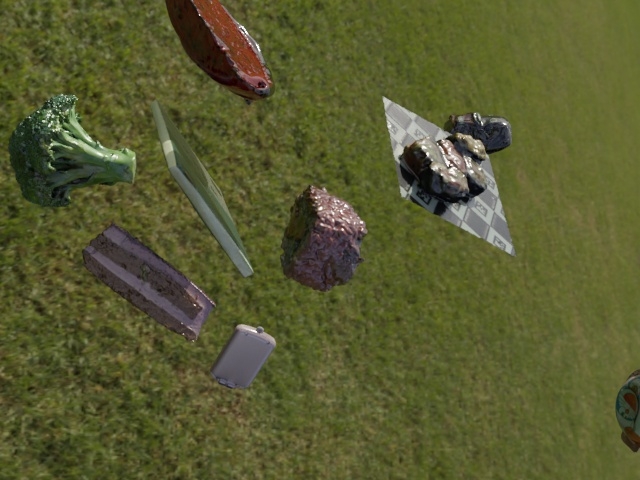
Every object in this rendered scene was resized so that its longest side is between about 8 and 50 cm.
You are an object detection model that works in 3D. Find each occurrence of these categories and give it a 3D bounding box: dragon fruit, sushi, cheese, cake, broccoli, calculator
[{"bbox_3d":[-0.200,-0.391,1.345,0.343,0.100,0.282,57,20,13],"label":"dragon fruit"},{"bbox_3d":[0.259,-0.139,1.241,0.292,0.059,0.293,24,41,-27],"label":"sushi"},{"bbox_3d":[0.755,0.351,1.541,0.189,0.074,0.285,-110,-149,-72],"label":"cheese"},{"bbox_3d":[-0.359,0.088,1.408,0.295,0.113,0.116,40,81,-9],"label":"cake"},{"bbox_3d":[0.000,0.000,1.679,0.171,0.236,0.270,17,24,-18],"label":"sushi"},{"bbox_3d":[-0.535,-0.186,1.450,0.269,0.269,0.253,4,98,-57],"label":"broccoli"},{"bbox_3d":[-0.172,0.258,1.477,0.100,0.175,0.032,27,20,-18],"label":"calculator"}]

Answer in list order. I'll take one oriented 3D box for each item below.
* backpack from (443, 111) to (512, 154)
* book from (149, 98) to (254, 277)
[{"bbox_3d":[0.383,-0.265,1.642,0.120,0.165,0.105,-94,173,-66],"label":"backpack"},{"bbox_3d":[-0.239,-0.111,1.303,0.264,0.031,0.379,58,-1,-34],"label":"book"}]
